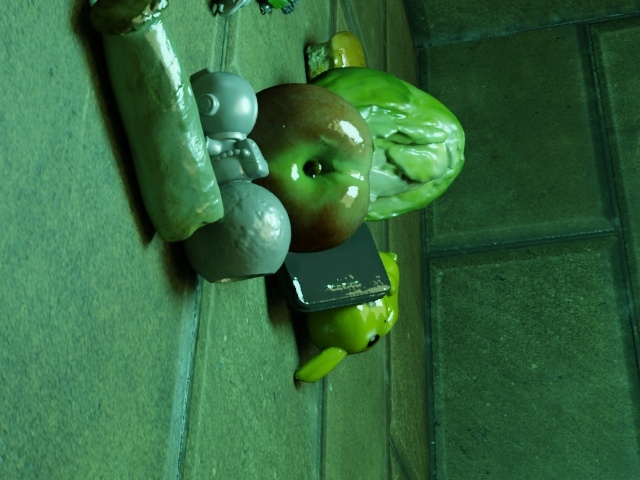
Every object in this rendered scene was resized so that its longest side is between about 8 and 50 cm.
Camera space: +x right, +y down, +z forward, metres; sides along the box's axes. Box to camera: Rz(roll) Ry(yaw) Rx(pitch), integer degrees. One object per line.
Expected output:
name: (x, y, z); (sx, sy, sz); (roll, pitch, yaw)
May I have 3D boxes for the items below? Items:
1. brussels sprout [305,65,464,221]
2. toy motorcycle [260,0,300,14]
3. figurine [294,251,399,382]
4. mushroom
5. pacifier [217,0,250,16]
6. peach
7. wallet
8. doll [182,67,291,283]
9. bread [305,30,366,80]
brussels sprout: (0.074, -0.169, 2.063); (0.371, 0.315, 0.276); (-17, 131, -43)
toy motorcycle: (-0.088, -0.472, 2.014); (0.190, 0.074, 0.106); (4, 71, -77)
figurine: (0.051, 0.112, 2.053); (0.327, 0.169, 0.218); (-44, 131, -72)
mushroom: (-0.192, -0.149, 1.304); (0.100, 0.081, 0.312); (-29, 121, -30)
pacifier: (-0.147, -0.393, 1.724); (0.078, 0.081, 0.099); (35, 12, -30)
peach: (-0.040, -0.106, 1.636); (0.252, 0.252, 0.252); (-7, 90, -78)
wallet: (0.021, 0.045, 1.907); (0.250, 0.044, 0.149); (-5, 68, -45)
doll: (-0.122, -0.090, 1.467); (0.151, 0.151, 0.287); (22, 59, -76)
bread: (0.043, -0.324, 2.389); (0.174, 0.121, 0.245); (-43, 127, -76)
